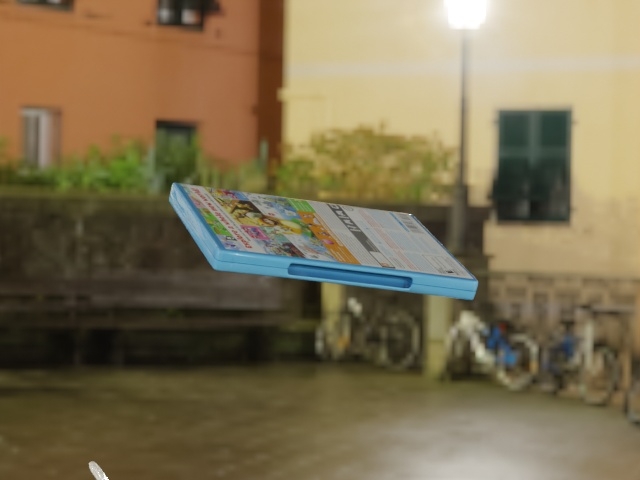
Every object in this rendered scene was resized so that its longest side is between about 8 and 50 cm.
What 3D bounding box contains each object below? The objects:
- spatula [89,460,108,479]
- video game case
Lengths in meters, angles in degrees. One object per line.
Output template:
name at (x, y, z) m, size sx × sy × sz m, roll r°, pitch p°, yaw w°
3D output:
spatula at (-0.169, 0.329, 1.714) m, size 0.019 × 0.242 × 0.168 m, roll -35°, pitch 4°, yaw 4°
video game case at (0.000, 0.000, 1.069) m, size 0.166 × 0.015 × 0.119 m, roll 7°, pitch 19°, yaw -21°
